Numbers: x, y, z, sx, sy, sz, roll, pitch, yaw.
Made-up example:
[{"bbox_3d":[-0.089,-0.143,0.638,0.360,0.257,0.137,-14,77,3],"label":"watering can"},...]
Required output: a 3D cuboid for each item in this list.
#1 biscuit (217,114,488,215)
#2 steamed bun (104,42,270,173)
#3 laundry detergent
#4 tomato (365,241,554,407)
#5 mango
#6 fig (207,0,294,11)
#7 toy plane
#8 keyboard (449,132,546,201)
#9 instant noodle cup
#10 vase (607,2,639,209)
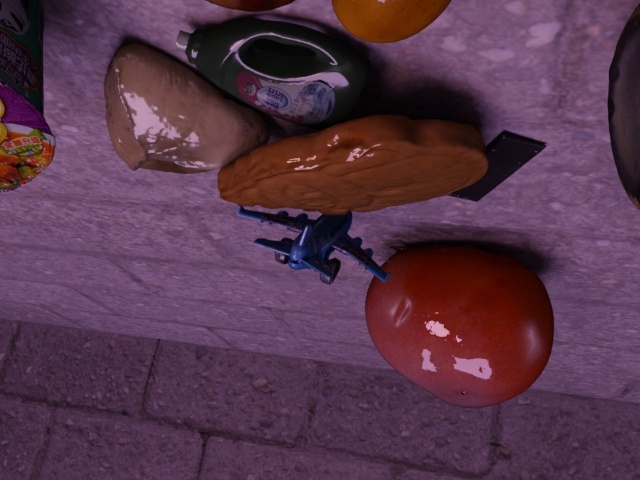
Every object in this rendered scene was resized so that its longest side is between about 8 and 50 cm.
[{"bbox_3d":[0.047,-0.082,0.882,0.351,0.057,0.312,-9,169,30],"label":"biscuit"},{"bbox_3d":[-0.210,-0.143,0.910,0.231,0.110,0.212,27,154,-30],"label":"steamed bun"},{"bbox_3d":[-0.057,-0.199,0.756,0.211,0.063,0.137,18,155,-12],"label":"laundry detergent"},{"bbox_3d":[0.246,0.157,1.228,0.342,0.272,0.341,9,160,3],"label":"tomato"},{"bbox_3d":[0.078,-0.235,0.562,0.102,0.084,0.184,21,152,-26],"label":"mango"},{"bbox_3d":[-0.090,-0.252,0.528,0.231,0.143,0.160,-1,126,46],"label":"fig"},{"bbox_3d":[0.000,0.000,1.055,0.254,0.105,0.271,24,-167,12],"label":"toy plane"},{"bbox_3d":[0.236,-0.098,0.942,0.064,0.010,0.198,13,159,-10],"label":"keyboard"},{"bbox_3d":[-0.404,-0.190,0.708,0.251,0.190,0.251,-4,152,-2],"label":"instant noodle cup"},{"bbox_3d":[0.400,-0.146,0.494,0.303,0.240,0.329,-4,133,5],"label":"vase"}]
